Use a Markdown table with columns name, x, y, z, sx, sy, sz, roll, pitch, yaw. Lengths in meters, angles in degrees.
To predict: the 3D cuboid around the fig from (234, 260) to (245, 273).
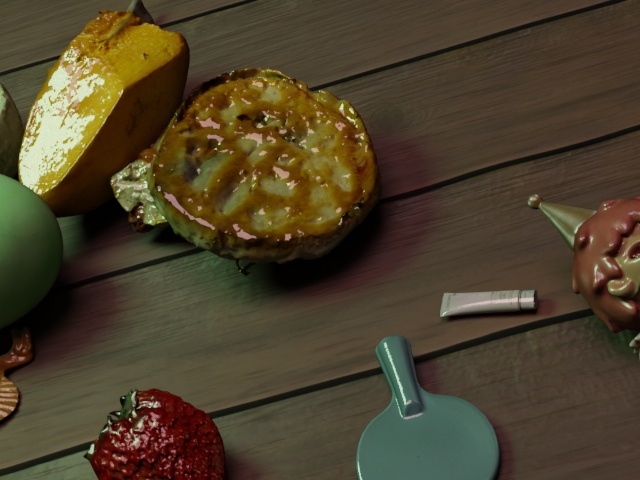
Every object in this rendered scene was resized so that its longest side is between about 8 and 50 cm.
| name | x | y | z | sx | sy | sz | roll | pitch | yaw |
| --- | --- | --- | --- | --- | --- | --- | --- | --- | --- |
| fig | -0.086 | 0.003 | 1.728 | 0.050 | 0.050 | 0.083 | 20 | 72 | 36 |

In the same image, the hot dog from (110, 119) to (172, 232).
| name | x | y | z | sx | sy | sz | roll | pitch | yaw |
| --- | --- | --- | --- | --- | --- | --- | --- | --- | --- |
| hot dog | -0.181 | -0.090 | 1.825 | 0.146 | 0.103 | 0.213 | 40 | 69 | 20 |

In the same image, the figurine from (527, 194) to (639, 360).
| name | x | y | z | sx | sy | sz | roll | pitch | yaw |
| --- | --- | --- | --- | --- | --- | --- | --- | --- | --- |
| figurine | 0.369 | 0.036 | 1.417 | 0.207 | 0.166 | 0.387 | -18 | 41 | -23 |

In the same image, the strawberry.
| name | x | y | z | sx | sy | sz | roll | pitch | yaw |
| --- | --- | --- | --- | --- | --- | --- | --- | --- | --- |
| strawberry | -0.172 | 0.233 | 1.469 | 0.148 | 0.131 | 0.131 | 31 | 52 | -5 |

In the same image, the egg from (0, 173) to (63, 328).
| name | x | y | z | sx | sy | sz | roll | pitch | yaw |
| --- | --- | --- | --- | --- | --- | --- | --- | --- | --- |
| egg | -0.460 | 0.016 | 1.723 | 0.269 | 0.220 | 0.220 | -12 | 42 | 11 |

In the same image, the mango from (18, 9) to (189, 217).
| name | x | y | z | sx | sy | sz | roll | pitch | yaw |
| --- | --- | --- | --- | --- | --- | --- | --- | --- | --- |
| mango | -0.300 | -0.170 | 1.871 | 0.201 | 0.199 | 0.350 | -12 | 47 | 46 |

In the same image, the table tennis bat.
| name | x | y | z | sx | sy | sz | roll | pitch | yaw |
| --- | --- | --- | --- | --- | --- | --- | --- | --- | --- |
| table tennis bat | 0.103 | 0.197 | 1.447 | 0.153 | 0.040 | 0.244 | -18 | 45 | 1 |

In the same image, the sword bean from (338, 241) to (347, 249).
| name | x | y | z | sx | sy | sz | roll | pitch | yaw |
| --- | --- | --- | --- | --- | --- | --- | --- | --- | --- |
| sword bean | 0.000 | 0.000 | 1.718 | 0.083 | 0.012 | 0.012 | 11 | 50 | 32 |

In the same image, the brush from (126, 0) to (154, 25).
| name | x | y | z | sx | sy | sz | roll | pitch | yaw |
| --- | --- | --- | --- | --- | --- | --- | --- | --- | --- |
| brush | -0.334 | -0.260 | 2.097 | 0.050 | 0.060 | 0.321 | -9 | 41 | 28 |

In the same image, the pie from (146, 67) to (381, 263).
| name | x | y | z | sx | sy | sz | roll | pitch | yaw |
| --- | --- | --- | --- | --- | --- | --- | --- | --- | --- |
| pie | -0.075 | -0.090 | 1.713 | 0.315 | 0.092 | 0.315 | 4 | 50 | -4 |

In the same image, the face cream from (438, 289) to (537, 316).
| name | x | y | z | sx | sy | sz | roll | pitch | yaw |
| --- | --- | --- | --- | --- | --- | --- | --- | --- | --- |
| face cream | 0.193 | 0.072 | 1.557 | 0.115 | 0.020 | 0.038 | -5 | 44 | 21 |

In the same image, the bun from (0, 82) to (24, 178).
| name | x | y | z | sx | sy | sz | roll | pitch | yaw |
| --- | --- | --- | --- | --- | --- | --- | --- | --- | --- |
| bun | -0.550 | -0.125 | 1.966 | 0.259 | 0.152 | 0.259 | -7 | 42 | 7 |

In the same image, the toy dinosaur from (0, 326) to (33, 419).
| name | x | y | z | sx | sy | sz | roll | pitch | yaw |
| --- | --- | --- | --- | --- | --- | --- | --- | --- | --- |
| toy dinosaur | -0.426 | 0.201 | 1.656 | 0.142 | 0.057 | 0.212 | -2 | 53 | -8 |
